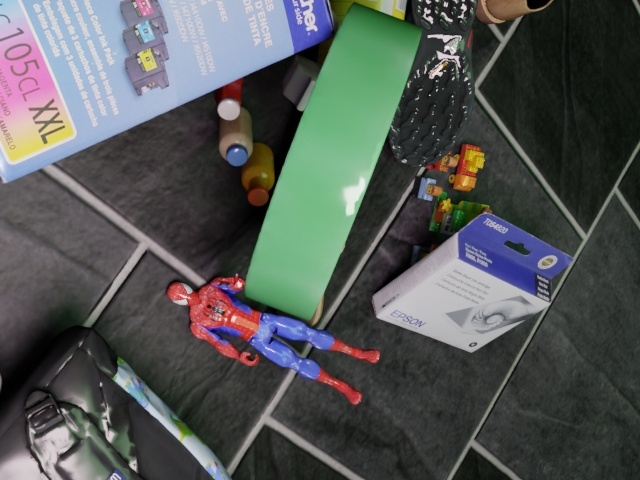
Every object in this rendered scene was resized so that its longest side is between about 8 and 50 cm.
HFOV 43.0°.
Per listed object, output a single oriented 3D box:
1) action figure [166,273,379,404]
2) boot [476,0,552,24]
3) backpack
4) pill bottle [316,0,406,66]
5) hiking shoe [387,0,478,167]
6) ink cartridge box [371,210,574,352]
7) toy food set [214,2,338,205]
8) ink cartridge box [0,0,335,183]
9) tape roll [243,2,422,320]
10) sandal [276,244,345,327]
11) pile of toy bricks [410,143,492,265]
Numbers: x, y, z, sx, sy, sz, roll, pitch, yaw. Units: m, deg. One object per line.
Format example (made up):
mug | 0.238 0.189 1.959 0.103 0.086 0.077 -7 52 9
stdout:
action figure | -0.053 0.116 0.982 0.281 0.139 0.091 26 82 -14
boot | 0.356 -0.439 1.214 0.305 0.115 0.112 -53 124 -17
backpack | -0.223 0.303 0.876 0.355 0.273 0.290 41 73 -15
pill bottle | 0.049 -0.242 1.031 0.103 0.103 0.184 3 98 -38
hiking shoe | 0.160 -0.248 1.108 0.113 0.132 0.303 10 119 2
ink cartridge box | 0.229 0.071 1.181 0.223 0.045 0.224 23 130 -35
toy food set | -0.058 -0.161 0.918 0.111 0.104 0.232 21 120 -20
ink cartridge box | -0.180 -0.215 0.757 0.396 0.270 0.151 -32 120 -27
tape roll | 0.011 -0.079 0.843 0.077 0.321 0.321 22 86 -1
sandal | -0.006 -0.002 1.077 0.079 0.088 0.239 -29 131 -67
pile of toy bricks | 0.208 -0.037 1.195 0.118 0.105 0.212 7 96 -38
